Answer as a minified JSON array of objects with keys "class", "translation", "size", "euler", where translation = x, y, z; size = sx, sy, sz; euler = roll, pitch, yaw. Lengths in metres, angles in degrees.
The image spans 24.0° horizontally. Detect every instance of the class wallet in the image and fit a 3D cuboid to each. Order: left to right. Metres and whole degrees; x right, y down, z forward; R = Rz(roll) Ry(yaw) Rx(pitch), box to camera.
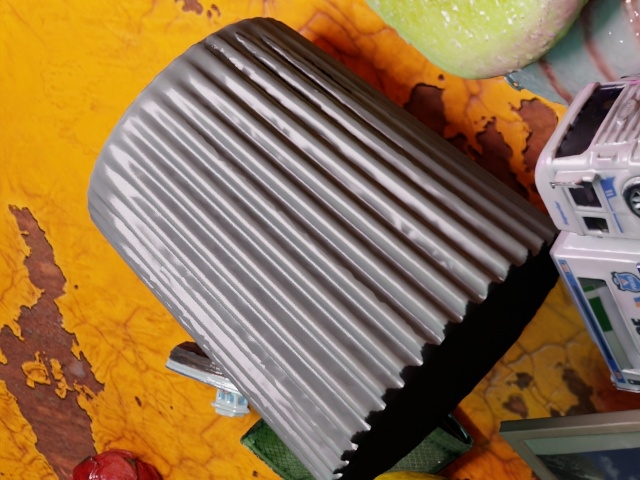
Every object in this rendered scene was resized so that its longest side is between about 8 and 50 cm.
[{"class":"wallet","translation":[0.034,0.201,1.540],"size":[0.160,0.055,0.236],"euler":[42,139,-4]}]

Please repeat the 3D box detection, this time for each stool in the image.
[{"class":"stool","translation":[0.000,0.000,1.295],"size":[0.330,0.297,0.297],"euler":[43,135,17]}]

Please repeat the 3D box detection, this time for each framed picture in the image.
[{"class":"framed picture","translation":[0.307,0.232,1.293],"size":[0.209,0.019,0.281],"euler":[-13,131,44]}]

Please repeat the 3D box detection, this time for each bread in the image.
[{"class":"bread","translation":[0.101,-0.271,1.157],"size":[0.301,0.045,0.301],"euler":[27,127,43]}]

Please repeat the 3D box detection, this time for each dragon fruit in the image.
[{"class":"dragon fruit","translation":[-0.245,0.317,1.799],"size":[0.142,0.121,0.130],"euler":[89,163,-61]}]

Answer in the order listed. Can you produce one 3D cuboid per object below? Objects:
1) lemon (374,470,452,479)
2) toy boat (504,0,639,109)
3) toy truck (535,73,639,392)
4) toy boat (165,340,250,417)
[{"class":"lemon","translation":[0.068,0.357,1.439],"size":[0.245,0.320,0.245],"euler":[45,158,24]},{"class":"toy boat","translation":[0.242,-0.149,1.153],"size":[0.206,0.096,0.282],"euler":[50,145,-12]},{"class":"toy truck","translation":[0.254,-0.001,1.145],"size":[0.155,0.124,0.268],"euler":[4,137,41]},{"class":"toy boat","translation":[-0.103,0.153,1.618],"size":[0.140,0.059,0.066],"euler":[13,106,26]}]
